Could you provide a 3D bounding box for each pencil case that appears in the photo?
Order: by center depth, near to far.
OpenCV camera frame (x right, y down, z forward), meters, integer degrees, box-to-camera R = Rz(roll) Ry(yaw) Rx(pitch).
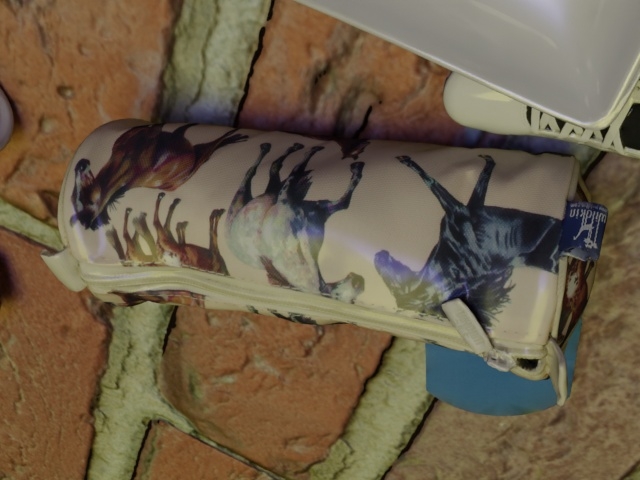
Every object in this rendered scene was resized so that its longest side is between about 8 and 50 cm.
[{"bbox_3d":[0.000,0.000,0.583,0.411,0.183,0.159,7,126,16],"label":"pencil case"}]

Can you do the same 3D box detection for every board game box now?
[{"bbox_3d":[0.165,0.094,0.686,0.133,0.033,0.168,2,128,12],"label":"board game box"}]

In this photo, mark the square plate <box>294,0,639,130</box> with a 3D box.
[{"bbox_3d":[0.062,-0.278,0.377,0.347,0.049,0.343,28,122,15],"label":"square plate"}]

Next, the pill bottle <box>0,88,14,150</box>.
[{"bbox_3d":[-0.378,-0.104,0.705,0.160,0.087,0.087,-12,119,27],"label":"pill bottle"}]

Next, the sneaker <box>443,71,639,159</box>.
[{"bbox_3d":[0.199,-0.095,0.505,0.237,0.086,0.085,6,127,18],"label":"sneaker"}]
